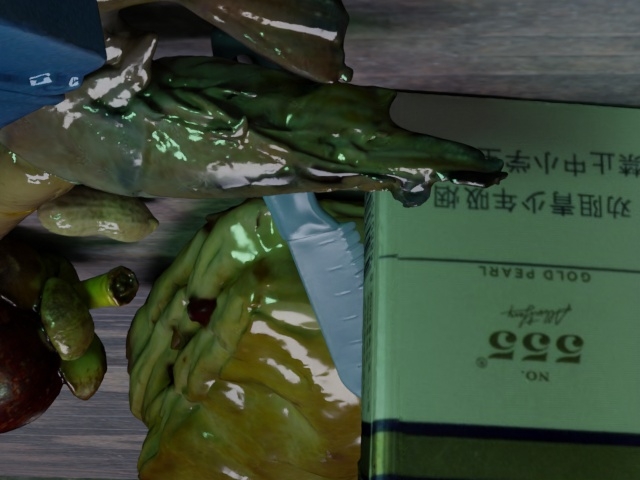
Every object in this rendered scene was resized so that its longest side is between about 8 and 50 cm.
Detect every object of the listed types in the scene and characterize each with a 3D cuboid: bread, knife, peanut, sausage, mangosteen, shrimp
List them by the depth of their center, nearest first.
[{"bbox_3d":[-0.045,-0.079,0.614,0.254,0.059,0.145,3,134,14],"label":"shrimp"},{"bbox_3d":[0.000,0.000,0.758,0.044,0.019,0.313,-14,136,6],"label":"knife"},{"bbox_3d":[-0.203,-0.025,0.828,0.065,0.066,0.301,10,162,-25],"label":"sausage"},{"bbox_3d":[-0.144,-0.017,0.902,0.083,0.037,0.037,14,160,-28],"label":"peanut"},{"bbox_3d":[0.020,0.102,1.019,0.314,0.191,0.370,10,160,-22],"label":"bread"},{"bbox_3d":[-0.235,0.056,1.037,0.146,0.181,0.156,42,168,35],"label":"mangosteen"}]

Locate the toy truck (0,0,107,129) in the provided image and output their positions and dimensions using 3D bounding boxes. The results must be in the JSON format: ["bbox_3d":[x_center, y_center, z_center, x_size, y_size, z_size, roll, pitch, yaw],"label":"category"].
[{"bbox_3d":[-0.227,-0.074,0.475,0.175,0.146,0.367,-4,172,-45],"label":"toy truck"}]

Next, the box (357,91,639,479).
[{"bbox_3d":[0.104,0.056,0.716,0.168,0.259,0.071,4,161,-4],"label":"box"}]
